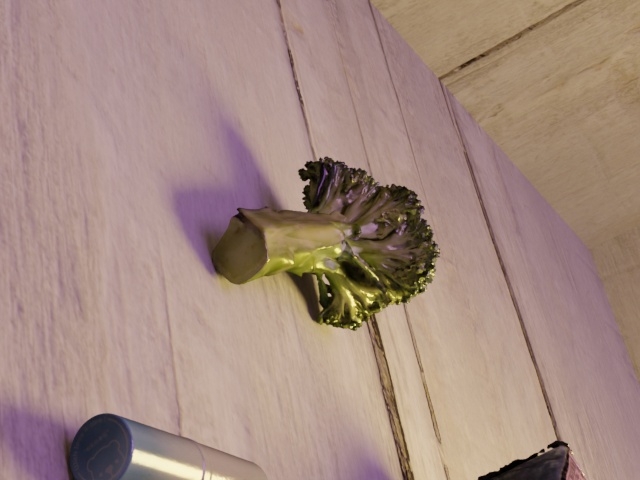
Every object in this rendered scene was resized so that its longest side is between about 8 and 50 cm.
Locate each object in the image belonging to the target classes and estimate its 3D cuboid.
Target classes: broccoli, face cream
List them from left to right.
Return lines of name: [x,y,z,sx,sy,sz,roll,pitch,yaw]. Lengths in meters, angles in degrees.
face cream: [-0.146,0.236,1.370,0.250,0.077,0.077,32,36,-54]
broccoli: [0.009,0.022,1.893,0.252,0.221,0.361,55,31,-2]

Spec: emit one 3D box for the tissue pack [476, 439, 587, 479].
tissue pack: [0.228,0.427,1.794,0.122,0.259,0.361,57,21,-5]
